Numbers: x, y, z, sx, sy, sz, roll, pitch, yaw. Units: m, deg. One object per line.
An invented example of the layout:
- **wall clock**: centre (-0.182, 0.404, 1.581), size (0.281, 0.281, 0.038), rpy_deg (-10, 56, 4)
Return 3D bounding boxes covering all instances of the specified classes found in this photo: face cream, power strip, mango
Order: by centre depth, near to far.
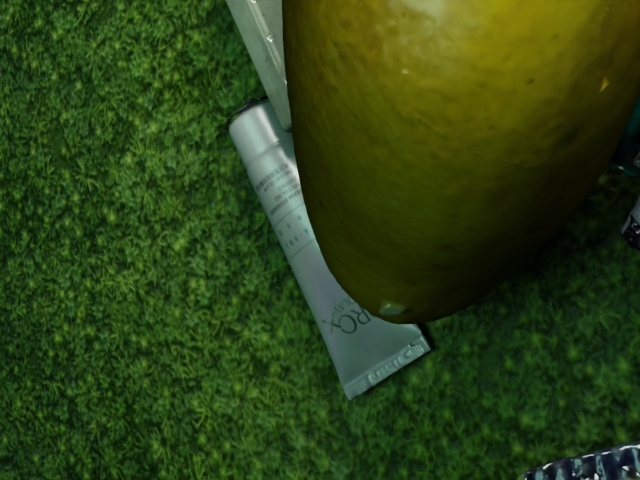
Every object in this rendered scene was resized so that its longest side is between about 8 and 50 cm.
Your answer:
- **mango**: centre (0.084, -0.106, 0.900), size (0.445, 0.220, 0.301), rpy_deg (95, 178, -48)
- **power strip**: centre (-0.027, -0.164, 1.148), size (0.029, 0.080, 0.227), rpy_deg (-41, 65, 42)
- **face cream**: centre (0.000, 0.000, 1.156), size (0.092, 0.058, 0.244), rpy_deg (-37, 74, 36)

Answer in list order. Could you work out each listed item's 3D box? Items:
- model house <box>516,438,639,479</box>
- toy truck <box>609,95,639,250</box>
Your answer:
- **model house**: centre (0.154, 0.244, 0.937), size (0.211, 0.170, 0.194), rpy_deg (-26, 73, 42)
- **toy truck**: centre (0.273, -0.015, 0.829), size (0.253, 0.124, 0.114), rpy_deg (42, 122, 33)
